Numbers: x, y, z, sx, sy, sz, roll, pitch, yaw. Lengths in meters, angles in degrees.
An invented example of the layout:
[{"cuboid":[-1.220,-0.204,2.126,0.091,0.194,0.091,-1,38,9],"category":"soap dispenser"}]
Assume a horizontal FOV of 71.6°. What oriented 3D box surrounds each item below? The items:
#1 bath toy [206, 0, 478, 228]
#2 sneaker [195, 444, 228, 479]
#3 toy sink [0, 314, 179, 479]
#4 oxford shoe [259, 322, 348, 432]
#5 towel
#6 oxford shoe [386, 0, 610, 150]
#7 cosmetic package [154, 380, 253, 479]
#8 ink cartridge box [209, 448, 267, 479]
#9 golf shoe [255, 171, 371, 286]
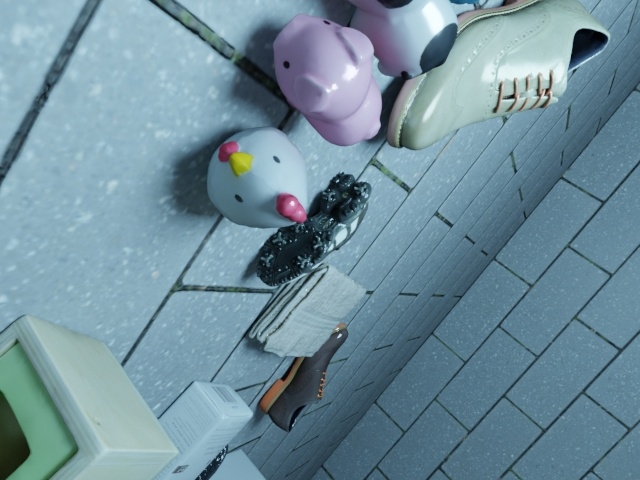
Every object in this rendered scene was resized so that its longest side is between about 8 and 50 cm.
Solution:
[{"cuboid":[0.025,-0.150,0.389,0.151,0.129,0.348,37,94,-31],"category":"bath toy"},{"cuboid":[-0.277,0.442,0.824,0.235,0.084,0.097,-39,177,-17],"category":"sneaker"},{"cuboid":[-0.276,0.208,0.376,0.234,0.153,0.131,-43,154,-10],"category":"toy sink"},{"cuboid":[-0.015,0.304,0.993,0.271,0.098,0.097,-51,155,5],"category":"oxford shoe"},{"cuboid":[-0.008,0.133,0.824,0.187,0.049,0.282,-49,155,2],"category":"towel"},{"cuboid":[0.256,-0.235,0.613,0.397,0.146,0.140,-40,154,-18],"category":"oxford shoe"},{"cuboid":[-0.232,0.340,0.715,0.231,0.085,0.117,-48,155,-4],"category":"cosmetic package"},{"cuboid":[-0.291,0.652,1.003,0.307,0.129,0.223,-51,156,3],"category":"ink cartridge box"},{"cuboid":[0.000,0.000,0.617,0.198,0.077,0.094,-42,154,-12],"category":"golf shoe"}]
